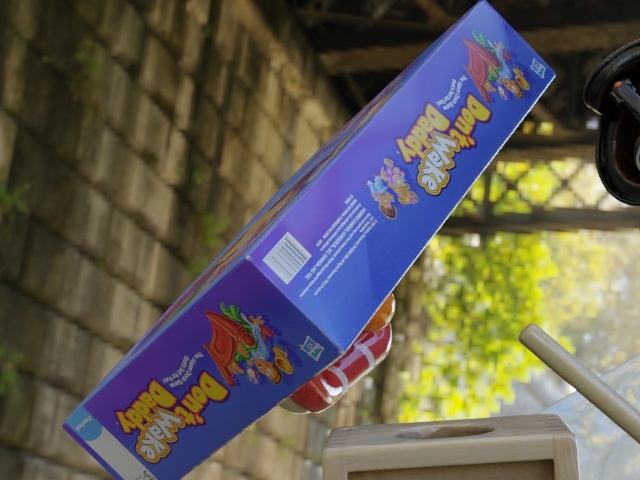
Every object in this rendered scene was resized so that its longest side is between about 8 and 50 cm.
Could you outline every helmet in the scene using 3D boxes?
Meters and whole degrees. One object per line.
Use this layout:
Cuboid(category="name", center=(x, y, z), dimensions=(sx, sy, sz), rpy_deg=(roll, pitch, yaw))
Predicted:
Cuboid(category="helmet", center=(0.360, -0.116, 1.562), dimensions=(0.169, 0.169, 0.161), rpy_deg=(0, -33, 27))

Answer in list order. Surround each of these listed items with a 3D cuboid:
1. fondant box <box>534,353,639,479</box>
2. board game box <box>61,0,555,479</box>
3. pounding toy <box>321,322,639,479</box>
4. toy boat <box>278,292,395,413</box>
Cuboid(category="fondant box", center=(0.227, 0.235, 1.110), dimensions=(0.330, 0.238, 0.096), rpy_deg=(-26, -35, -24))
Cuboid(category="board game box", center=(0.000, 0.000, 1.016), dimensions=(0.078, 0.347, 0.233), rpy_deg=(45, -46, -4))
Cuboid(category="pounding toy", center=(0.107, 0.131, 0.784), dimensions=(0.206, 0.181, 0.094), rpy_deg=(-4, 0, 4))
Cuboid(category="toy boat", center=(0.018, 0.089, 1.660), dimensions=(0.151, 0.151, 0.231), rpy_deg=(-30, 4, 38))
